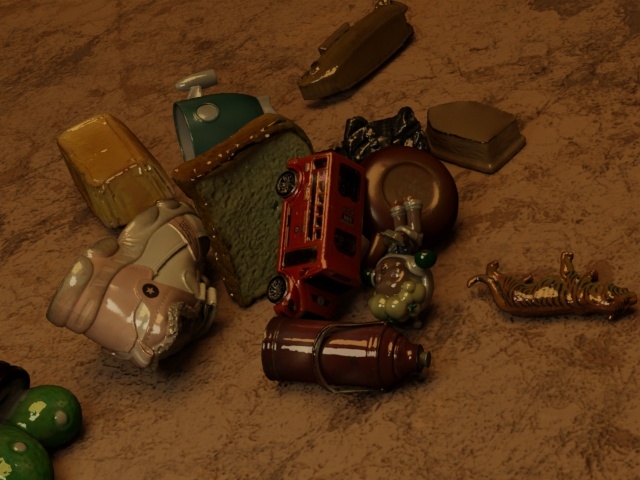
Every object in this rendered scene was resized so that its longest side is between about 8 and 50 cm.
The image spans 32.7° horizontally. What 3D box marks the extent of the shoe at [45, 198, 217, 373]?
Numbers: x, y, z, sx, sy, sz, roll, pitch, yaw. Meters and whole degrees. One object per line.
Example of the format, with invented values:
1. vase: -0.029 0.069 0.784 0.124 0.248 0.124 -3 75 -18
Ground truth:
1. shoe: -0.253 0.082 1.694 0.198 0.172 0.351 38 34 7

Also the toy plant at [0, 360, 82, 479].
1. toy plant: -0.452 0.268 1.527 0.235 0.175 0.218 24 41 8

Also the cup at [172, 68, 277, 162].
1. cup: -0.167 -0.196 2.005 0.173 0.167 0.299 -16 62 -15

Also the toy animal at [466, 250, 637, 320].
1. toy animal: 0.326 0.068 1.558 0.241 0.056 0.099 -3 40 17

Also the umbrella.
1. umbrella: 0.021 -0.126 1.868 0.337 0.128 0.154 -22 13 12

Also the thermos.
1. thermos: 0.043 0.158 1.529 0.232 0.099 0.124 1 3 21

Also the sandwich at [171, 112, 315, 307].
1. sandwich: -0.095 -0.056 1.715 0.226 0.251 0.087 -34 36 -21

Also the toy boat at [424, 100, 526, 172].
1. toy boat: 0.254 -0.190 1.909 0.188 0.061 0.116 23 53 41

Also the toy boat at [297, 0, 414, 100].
1. toy boat: 0.063 -0.386 2.210 0.121 0.089 0.321 13 48 42

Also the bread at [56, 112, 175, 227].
1. bread: -0.384 -0.134 2.035 0.152 0.119 0.288 -30 38 -12

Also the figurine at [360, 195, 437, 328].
1. figurine: 0.115 0.032 1.600 0.147 0.093 0.197 -21 68 47

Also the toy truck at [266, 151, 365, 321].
1. toy truck: 0.000 0.000 1.632 0.114 0.107 0.252 -14 64 39

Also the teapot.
1. teapot: 0.119 -0.040 1.734 0.178 0.135 0.252 28 70 4
